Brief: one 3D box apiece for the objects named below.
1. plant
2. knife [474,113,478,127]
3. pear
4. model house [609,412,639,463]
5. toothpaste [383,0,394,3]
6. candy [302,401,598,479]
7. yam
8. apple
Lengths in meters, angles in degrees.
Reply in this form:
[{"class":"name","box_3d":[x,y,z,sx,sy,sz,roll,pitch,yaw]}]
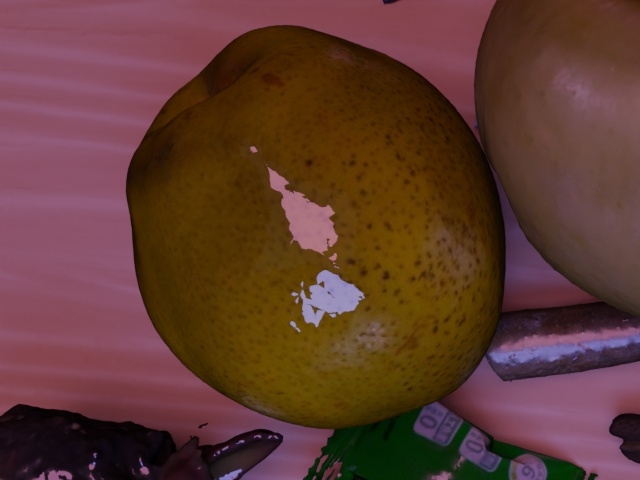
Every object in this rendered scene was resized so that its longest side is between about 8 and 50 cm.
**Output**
[{"class":"plant","box_3d":[-0.162,0.226,0.924,0.234,0.178,0.204,13,76,5]},{"class":"knife","box_3d":[0.276,-0.164,0.925,0.343,0.027,0.061,-21,83,12]},{"class":"pear","box_3d":[0.000,0.000,0.854,0.294,0.294,0.294,-2,83,15]},{"class":"model house","box_3d":[0.351,0.084,0.837,0.278,0.218,0.205,-2,126,45]},{"class":"toothpaste","box_3d":[0.085,-0.223,0.988,0.083,0.019,0.027,-20,96,16]},{"class":"candy","box_3d":[0.094,0.197,0.908,0.203,0.078,0.141,28,92,11]},{"class":"yam","box_3d":[0.191,0.074,0.906,0.132,0.054,0.054,-10,81,14]},{"class":"apple","box_3d":[0.232,-0.095,0.802,0.233,0.258,0.295,27,65,35]}]
